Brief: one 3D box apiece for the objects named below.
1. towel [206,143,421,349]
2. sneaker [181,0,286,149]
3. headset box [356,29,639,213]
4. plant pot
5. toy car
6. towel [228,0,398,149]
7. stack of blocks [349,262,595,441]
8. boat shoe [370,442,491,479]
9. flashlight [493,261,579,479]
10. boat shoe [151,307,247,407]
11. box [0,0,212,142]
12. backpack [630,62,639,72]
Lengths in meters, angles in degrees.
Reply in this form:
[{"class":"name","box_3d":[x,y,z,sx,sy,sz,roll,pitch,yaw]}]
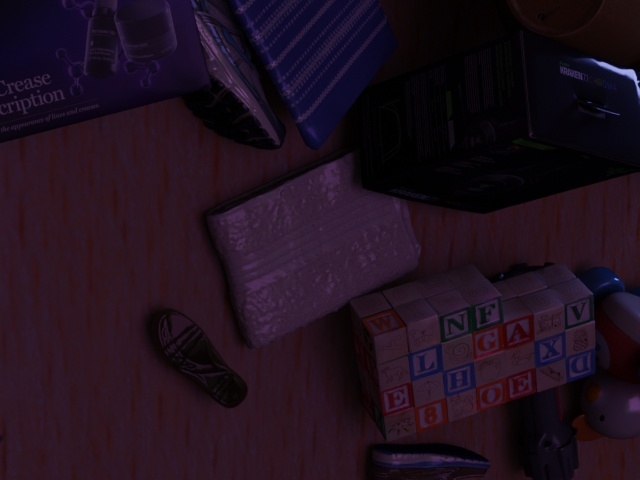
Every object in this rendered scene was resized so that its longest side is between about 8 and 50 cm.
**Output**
[{"class":"towel","box_3d":[0.000,0.000,1.742,0.282,0.049,0.187,-27,111,-30]},{"class":"sneaker","box_3d":[-0.111,-0.223,1.592,0.122,0.110,0.283,-52,123,-22]},{"class":"headset box","box_3d":[0.229,-0.137,1.713,0.246,0.283,0.131,10,72,-44]},{"class":"plant pot","box_3d":[0.308,-0.307,1.709,0.254,0.237,0.237,-29,118,-69]},{"class":"toy car","box_3d":[0.432,0.204,2.028,0.210,0.219,0.238,18,114,-36]},{"class":"towel","box_3d":[-0.034,-0.300,1.634,0.336,0.040,0.243,60,42,-25]},{"class":"stack of blocks","box_3d":[0.197,0.124,1.795,0.297,0.087,0.171,-16,123,-13]},{"class":"boat shoe","box_3d":[0.144,0.310,1.888,0.183,0.066,0.066,8,97,-27]},{"class":"flashlight","box_3d":[0.310,0.185,1.971,0.103,0.103,0.304,-15,111,-8]},{"class":"boat shoe","box_3d":[-0.147,0.136,1.663,0.056,0.048,0.153,-48,115,-7]},{"class":"box","box_3d":[-0.262,-0.215,1.432,0.261,0.103,0.184,-16,105,-10]},{"class":"backpack","box_3d":[0.452,-0.337,1.916,0.276,0.213,0.263,14,86,-16]}]
